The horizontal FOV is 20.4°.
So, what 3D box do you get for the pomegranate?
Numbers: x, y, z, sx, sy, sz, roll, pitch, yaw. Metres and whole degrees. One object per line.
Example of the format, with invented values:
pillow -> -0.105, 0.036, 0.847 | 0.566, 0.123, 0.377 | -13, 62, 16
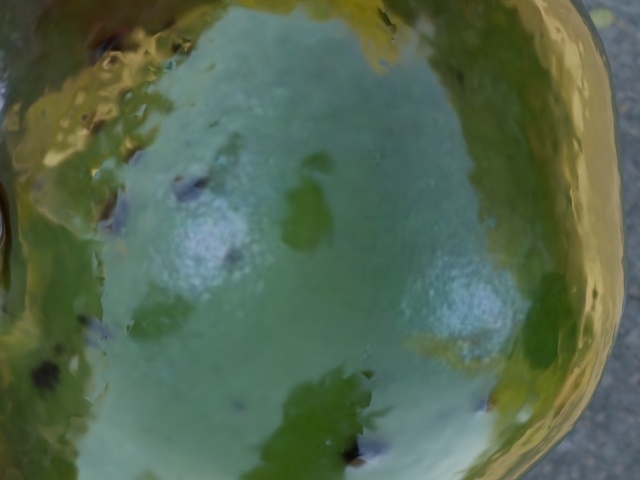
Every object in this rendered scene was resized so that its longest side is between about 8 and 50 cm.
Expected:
pomegranate -> 0.000, 0.000, 0.417 | 0.209, 0.180, 0.180 | 11, 114, -47
